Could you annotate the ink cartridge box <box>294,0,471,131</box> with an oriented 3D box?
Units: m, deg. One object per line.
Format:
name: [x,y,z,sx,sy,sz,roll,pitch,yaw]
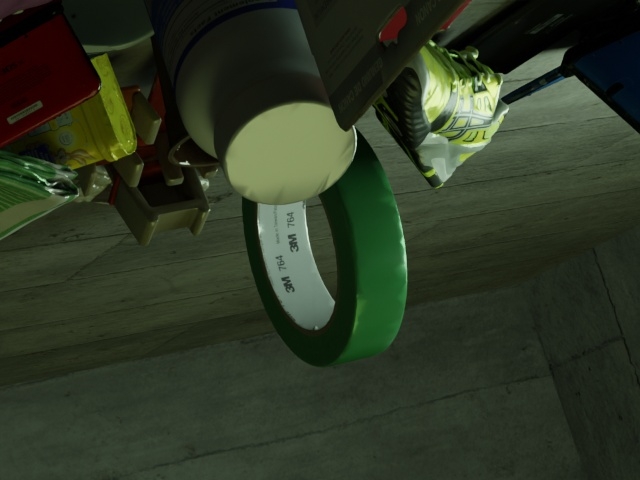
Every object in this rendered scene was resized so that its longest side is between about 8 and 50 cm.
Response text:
ink cartridge box: [0.072,-0.260,1.350,0.130,0.272,0.309,-14,169,-21]

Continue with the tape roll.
tape roll: [0.000,0.000,2.381,0.077,0.321,0.321,-13,168,-26]

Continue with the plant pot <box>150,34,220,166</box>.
plant pot: [-0.090,-0.177,1.782,0.167,0.165,0.167,-17,168,-4]

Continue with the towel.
towel: [-0.420,-0.034,1.751,0.247,0.038,0.324,-27,157,30]

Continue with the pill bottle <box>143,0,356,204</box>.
pill bottle: [-0.057,-0.159,1.564,0.152,0.272,0.152,-11,136,-11]

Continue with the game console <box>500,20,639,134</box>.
game console: [0.422,-0.200,2.358,0.293,0.250,0.173,-26,149,-31]

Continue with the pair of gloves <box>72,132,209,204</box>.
pair of gloves: [-0.194,-0.105,2.296,0.204,0.042,0.240,-1,155,-42]

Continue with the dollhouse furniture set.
dollhouse furniture set: [-0.166,-0.124,2.056,0.262,0.135,0.259,-12,149,-29]

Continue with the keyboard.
keyboard: [0.303,-0.277,2.268,0.201,0.033,0.317,-4,164,-35]

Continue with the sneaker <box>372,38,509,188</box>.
sneaker: [0.131,-0.188,2.214,0.147,0.145,0.385,-39,165,2]

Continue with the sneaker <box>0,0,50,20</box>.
sneaker: [-0.307,-0.191,1.554,0.161,0.102,0.282,-14,170,-41]

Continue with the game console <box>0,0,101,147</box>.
game console: [-0.266,-0.159,1.614,0.144,0.124,0.085,-27,-171,17]

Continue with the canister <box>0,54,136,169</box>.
canister: [-0.286,-0.121,1.852,0.169,0.126,0.073,-17,-169,12]

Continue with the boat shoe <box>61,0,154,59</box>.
boat shoe: [-0.234,-0.195,1.750,0.183,0.065,0.083,-12,172,0]
